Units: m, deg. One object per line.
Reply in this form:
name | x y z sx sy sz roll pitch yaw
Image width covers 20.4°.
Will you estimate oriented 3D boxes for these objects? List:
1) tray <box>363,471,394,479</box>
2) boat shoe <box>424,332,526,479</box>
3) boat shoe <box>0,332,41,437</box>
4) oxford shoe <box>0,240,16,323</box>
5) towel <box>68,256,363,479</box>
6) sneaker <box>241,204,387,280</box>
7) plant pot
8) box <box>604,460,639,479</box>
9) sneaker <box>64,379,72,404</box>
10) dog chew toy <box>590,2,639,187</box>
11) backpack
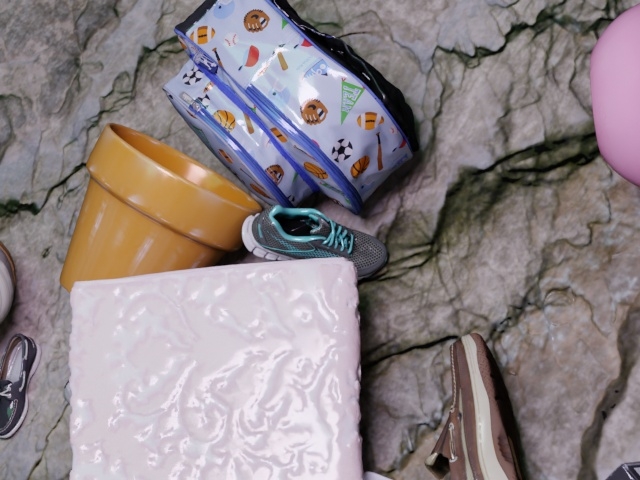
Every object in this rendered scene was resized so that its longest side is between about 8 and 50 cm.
tray | 0.129 0.341 1.788 0.270 0.030 0.145 17 72 32
boat shoe | 0.147 0.207 1.793 0.095 0.095 0.257 -19 46 12
boat shoe | -0.367 0.171 2.111 0.046 0.038 0.125 6 67 28
oxford shoe | -0.547 0.111 2.187 0.449 0.169 0.130 -25 15 21
towel | -0.111 0.189 1.880 0.317 0.053 0.331 -5 71 10
sneaker | 0.000 0.000 1.962 0.167 0.076 0.065 11 67 -16
plant pot | -0.199 -0.004 2.042 0.205 0.205 0.188 34 99 35
box | 0.299 0.388 1.577 0.242 0.076 0.307 -50 59 25
sneaker | -0.138 0.134 1.995 0.292 0.110 0.118 -34 79 0
dog chew toy | 0.445 -0.157 1.802 0.332 0.206 0.206 -6 62 14
backpack | -0.028 -0.149 1.993 0.263 0.276 0.213 35 89 28
